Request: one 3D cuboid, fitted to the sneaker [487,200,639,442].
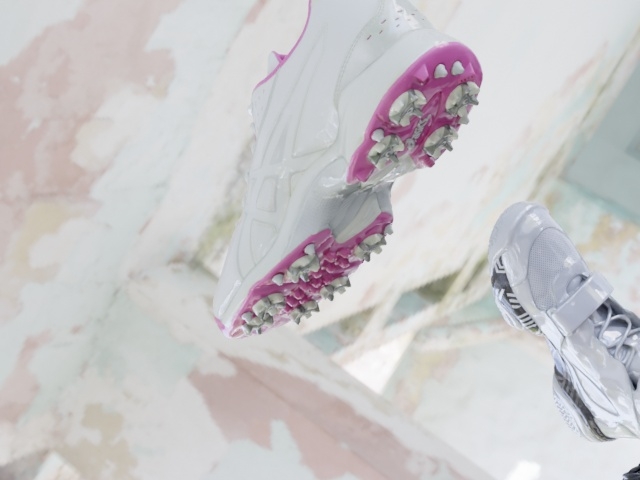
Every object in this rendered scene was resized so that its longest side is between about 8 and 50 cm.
[{"bbox_3d":[0.358,0.106,1.340,0.137,0.210,0.366,-41,-66,-29],"label":"sneaker"}]

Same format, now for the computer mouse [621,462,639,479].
[{"bbox_3d":[0.370,0.215,0.980,0.106,0.193,0.042,-13,-77,-51],"label":"computer mouse"}]

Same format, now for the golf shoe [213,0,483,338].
[{"bbox_3d":[-0.006,-0.054,0.805,0.115,0.140,0.306,-8,-38,-47],"label":"golf shoe"}]
